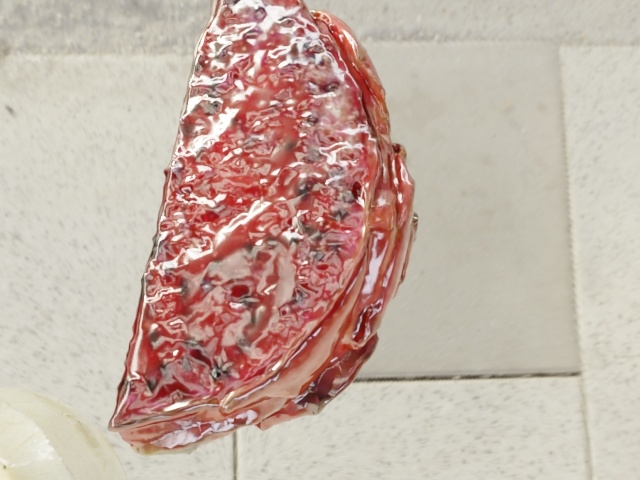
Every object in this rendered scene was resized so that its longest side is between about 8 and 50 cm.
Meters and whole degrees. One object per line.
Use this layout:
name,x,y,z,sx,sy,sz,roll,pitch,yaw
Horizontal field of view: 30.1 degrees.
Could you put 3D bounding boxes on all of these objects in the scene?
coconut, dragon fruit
coconut,-0.276,0.233,0.996,0.241,0.241,0.241,1,79,-4
dragon fruit,0.000,0.000,0.777,0.152,0.205,0.317,5,74,18
